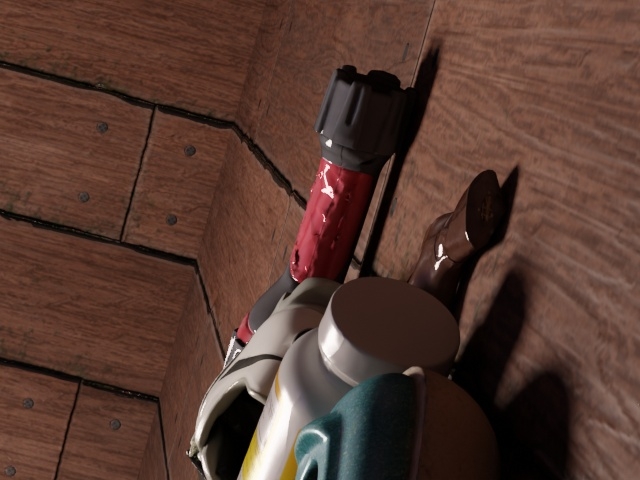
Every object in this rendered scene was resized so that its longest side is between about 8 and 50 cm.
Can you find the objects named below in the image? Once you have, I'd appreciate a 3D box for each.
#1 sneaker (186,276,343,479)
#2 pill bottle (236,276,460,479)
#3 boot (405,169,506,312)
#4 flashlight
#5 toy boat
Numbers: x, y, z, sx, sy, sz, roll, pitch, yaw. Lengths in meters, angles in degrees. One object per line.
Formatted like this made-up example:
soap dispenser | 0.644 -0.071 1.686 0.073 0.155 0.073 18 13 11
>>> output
sneaker | -0.063 0.171 1.606 0.146 0.122 0.330 -51 -11 -38
pill bottle | 0.018 0.129 1.273 0.117 0.118 0.208 -86 13 -54
boot | 0.090 0.015 1.293 0.114 0.037 0.106 136 146 -66
flashlight | 0.000 0.000 1.711 0.103 0.103 0.304 39 116 52
toy boat | -0.004 0.223 1.145 0.318 0.148 0.267 122 161 -64
